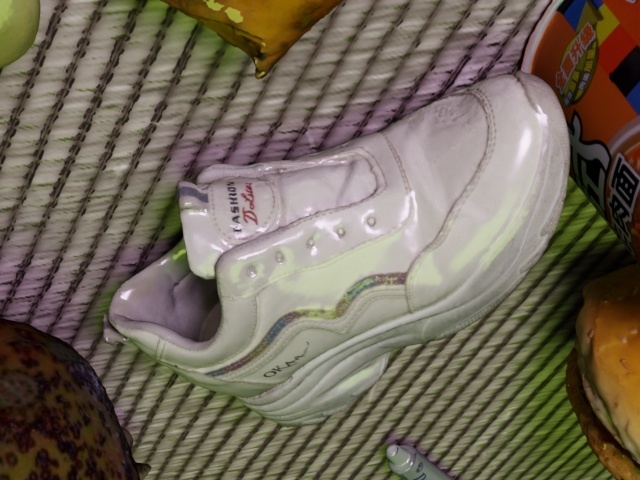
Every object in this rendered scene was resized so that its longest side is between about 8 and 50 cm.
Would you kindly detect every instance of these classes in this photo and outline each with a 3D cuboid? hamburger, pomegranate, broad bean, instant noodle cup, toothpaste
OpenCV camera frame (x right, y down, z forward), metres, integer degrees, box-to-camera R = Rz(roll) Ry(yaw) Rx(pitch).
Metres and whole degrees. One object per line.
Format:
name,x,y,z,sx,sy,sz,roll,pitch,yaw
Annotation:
hamburger,0.324,0.119,0.882,0.244,0.244,0.163,-9,134,-9
pomegranate,-0.237,0.180,0.761,0.285,0.285,0.340,-32,169,15
broad bean,-0.192,-0.121,0.592,0.083,0.045,0.063,-38,123,10
instant noodle cup,0.279,-0.068,0.693,0.250,0.192,0.250,-10,138,-9
toothpaste,0.113,0.247,1.087,0.048,0.029,0.197,-29,139,13

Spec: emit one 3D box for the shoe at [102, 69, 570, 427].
shoe,0.000,0.000,0.714,0.210,0.132,0.342,21,128,-38

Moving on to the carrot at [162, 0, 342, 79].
carrot,0.025,-0.203,0.531,0.114,0.114,0.302,28,121,-38
